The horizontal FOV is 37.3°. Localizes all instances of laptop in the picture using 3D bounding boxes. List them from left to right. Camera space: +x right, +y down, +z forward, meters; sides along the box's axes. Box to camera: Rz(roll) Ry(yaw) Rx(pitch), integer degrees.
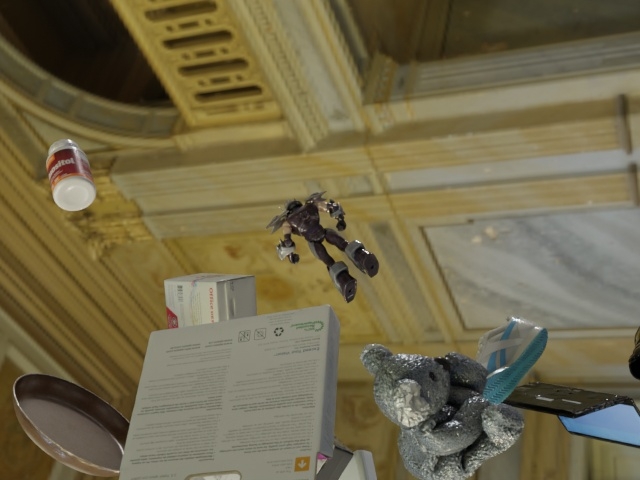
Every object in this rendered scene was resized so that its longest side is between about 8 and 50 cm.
[{"bbox_3d":[0.490,0.359,1.850,0.264,0.234,0.137,-7,-86,-36],"label":"laptop"}]

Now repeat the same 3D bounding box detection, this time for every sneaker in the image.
[{"bbox_3d":[0.331,0.234,1.794,0.228,0.092,0.087,-39,-45,-26],"label":"sneaker"},{"bbox_3d":[0.685,0.233,1.979,0.107,0.124,0.283,57,179,6],"label":"sneaker"}]

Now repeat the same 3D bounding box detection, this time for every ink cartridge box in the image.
[{"bbox_3d":[-0.247,0.145,2.152,0.127,0.176,0.128,-8,-83,-49],"label":"ink cartridge box"},{"bbox_3d":[-0.136,0.267,1.448,0.071,0.324,0.330,60,-153,-47],"label":"ink cartridge box"}]

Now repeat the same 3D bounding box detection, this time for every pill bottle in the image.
[{"bbox_3d":[-0.512,-0.137,1.933,0.086,0.086,0.152,59,-178,-46],"label":"pill bottle"}]

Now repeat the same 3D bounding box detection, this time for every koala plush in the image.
[{"bbox_3d":[0.162,0.258,1.487,0.221,0.203,0.196,41,-173,-31],"label":"koala plush"}]

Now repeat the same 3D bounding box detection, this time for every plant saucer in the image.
[{"bbox_3d":[-0.496,0.383,1.927,0.050,0.310,0.310,-55,-24,8],"label":"plant saucer"}]

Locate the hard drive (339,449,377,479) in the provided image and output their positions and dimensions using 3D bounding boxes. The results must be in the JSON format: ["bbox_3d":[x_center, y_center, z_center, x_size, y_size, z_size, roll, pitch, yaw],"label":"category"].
[{"bbox_3d":[0.045,0.555,1.676,0.040,0.203,0.308,21,-141,-32],"label":"hard drive"}]

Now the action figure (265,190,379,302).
[{"bbox_3d":[0.000,0.000,2.090,0.185,0.285,0.099,-39,-32,-8],"label":"action figure"}]

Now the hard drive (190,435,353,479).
[{"bbox_3d":[-0.124,0.360,1.587,0.064,0.339,0.237,33,-91,-45],"label":"hard drive"}]
